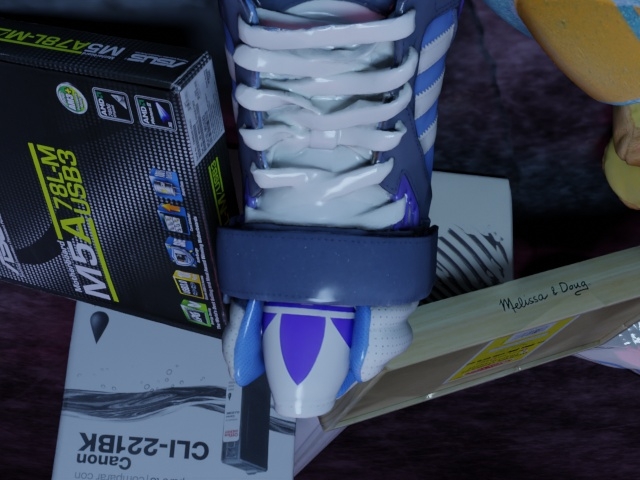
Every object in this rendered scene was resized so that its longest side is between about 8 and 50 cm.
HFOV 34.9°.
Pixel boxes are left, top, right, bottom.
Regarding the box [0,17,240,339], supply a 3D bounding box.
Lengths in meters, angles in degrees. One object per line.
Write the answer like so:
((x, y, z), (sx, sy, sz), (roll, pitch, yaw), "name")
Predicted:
((-0.138, -0.037, 0.617), (0.184, 0.045, 0.190), (12, 133, 20), "box")

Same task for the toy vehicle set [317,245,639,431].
((0.135, 0.071, 0.765), (0.267, 0.035, 0.166), (-14, 160, -20), "toy vehicle set")

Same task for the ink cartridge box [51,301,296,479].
((-0.124, 0.142, 0.891), (0.197, 0.272, 0.114), (7, 156, -10), "ink cartridge box")

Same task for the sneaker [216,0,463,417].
((0.008, -0.035, 0.519), (0.130, 0.236, 0.322), (1, 157, 2), "sneaker")

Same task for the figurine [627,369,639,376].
((0.432, 0.117, 1.020), (0.209, 0.092, 0.215), (23, 148, -31), "figurine")

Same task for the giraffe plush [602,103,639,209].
((0.286, -0.010, 0.628), (0.210, 0.170, 0.181), (-19, 148, 40), "giraffe plush")

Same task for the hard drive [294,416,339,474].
((0.044, 0.132, 0.982), (0.040, 0.203, 0.307), (46, 156, 9), "hard drive")

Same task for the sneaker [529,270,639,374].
((0.292, 0.084, 0.939), (0.237, 0.085, 0.086), (21, -172, -6), "sneaker")

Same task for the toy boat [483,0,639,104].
((0.183, -0.094, 0.372), (0.268, 0.148, 0.318), (16, 179, -17), "toy boat")

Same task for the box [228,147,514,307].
((0.000, 0.000, 0.776), (0.275, 0.094, 0.113), (5, 156, -6), "box")
